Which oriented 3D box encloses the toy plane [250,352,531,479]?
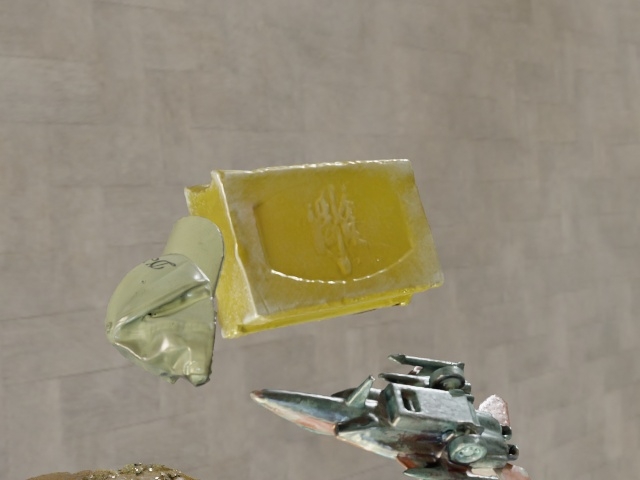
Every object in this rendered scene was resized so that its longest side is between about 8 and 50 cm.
[{"bbox_3d":[0.081,0.181,1.100,0.326,0.104,0.223,23,35,-30],"label":"toy plane"}]

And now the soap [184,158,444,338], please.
[{"bbox_3d":[0.000,0.000,1.362,0.315,0.091,0.199,-6,78,-38],"label":"soap"}]

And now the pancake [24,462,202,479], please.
[{"bbox_3d":[-0.152,0.278,0.803,0.356,0.356,0.065,-18,128,-47],"label":"pancake"}]

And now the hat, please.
[{"bbox_3d":[-0.134,0.048,0.973,0.081,0.122,0.166,36,54,-33],"label":"hat"}]
